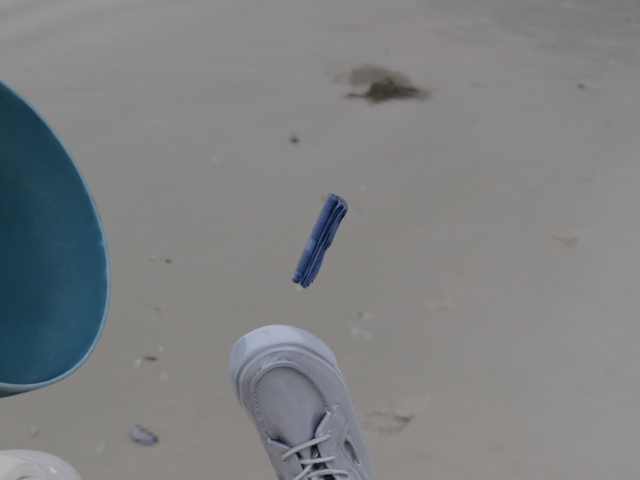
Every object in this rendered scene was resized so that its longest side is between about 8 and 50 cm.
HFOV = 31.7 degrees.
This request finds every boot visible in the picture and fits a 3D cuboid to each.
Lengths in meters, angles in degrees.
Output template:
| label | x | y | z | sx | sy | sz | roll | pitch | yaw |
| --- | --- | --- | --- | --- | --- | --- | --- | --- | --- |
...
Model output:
| label | x | y | z | sx | sy | sz | roll | pitch | yaw |
| --- | --- | --- | --- | --- | --- | --- | --- | --- | --- |
| boot | 0.004 | 0.187 | 0.970 | 0.095 | 0.258 | 0.123 | -27 | 44 | 3 |

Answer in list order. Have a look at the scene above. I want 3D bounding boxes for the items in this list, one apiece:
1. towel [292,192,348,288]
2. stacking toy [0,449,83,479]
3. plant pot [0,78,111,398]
| label | x | y | z | sx | sy | sz | roll | pitch | yaw |
| --- | --- | --- | --- | --- | --- | --- | --- | --- | --- |
| towel | 0.000 | 0.000 | 1.415 | 0.029 | 0.119 | 0.067 | 23 | 9 | -3 |
| stacking toy | -0.329 | 0.485 | 1.132 | 0.350 | 0.480 | 0.350 | -18 | 15 | 5 |
| plant pot | -0.346 | 0.014 | 0.944 | 0.195 | 0.290 | 0.290 | -23 | 13 | 25 |
